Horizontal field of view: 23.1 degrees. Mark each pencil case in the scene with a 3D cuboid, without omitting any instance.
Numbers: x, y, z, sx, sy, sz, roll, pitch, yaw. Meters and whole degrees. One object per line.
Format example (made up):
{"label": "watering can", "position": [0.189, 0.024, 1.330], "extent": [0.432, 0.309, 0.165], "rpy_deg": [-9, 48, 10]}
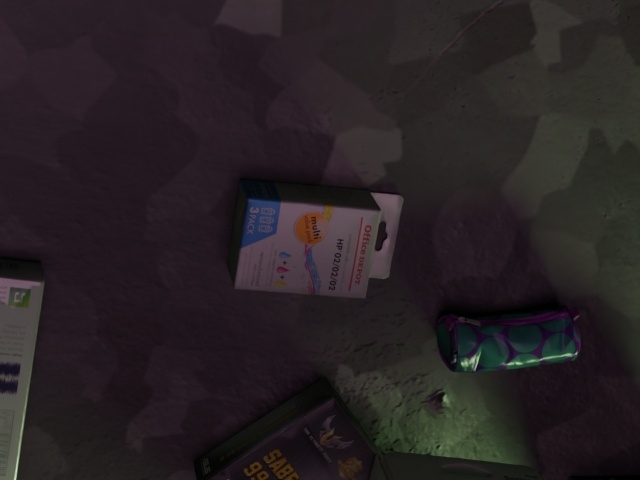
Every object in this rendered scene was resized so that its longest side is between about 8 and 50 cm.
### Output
{"label": "pencil case", "position": [0.209, 0.108, 1.742], "extent": [0.152, 0.064, 0.070], "rpy_deg": [-5, 129, -10]}

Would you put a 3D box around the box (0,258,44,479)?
{"label": "box", "position": [-0.426, 0.165, 1.645], "extent": [0.232, 0.058, 0.322], "rpy_deg": [7, 109, -14]}

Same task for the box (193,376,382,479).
{"label": "box", "position": [-0.005, 0.295, 1.780], "extent": [0.183, 0.056, 0.231], "rpy_deg": [-33, 115, 4]}

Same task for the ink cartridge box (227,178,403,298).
{"label": "ink cartridge box", "position": [0.000, 0.000, 1.657], "extent": [0.181, 0.061, 0.104], "rpy_deg": [4, 111, -13]}

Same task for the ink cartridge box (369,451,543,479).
{"label": "ink cartridge box", "position": [0.135, 0.388, 1.753], "extent": [0.198, 0.115, 0.272], "rpy_deg": [8, 110, -15]}

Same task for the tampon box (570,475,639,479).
{"label": "tampon box", "position": [0.381, 0.349, 1.843], "extent": [0.161, 0.120, 0.101], "rpy_deg": [1, 111, -11]}
